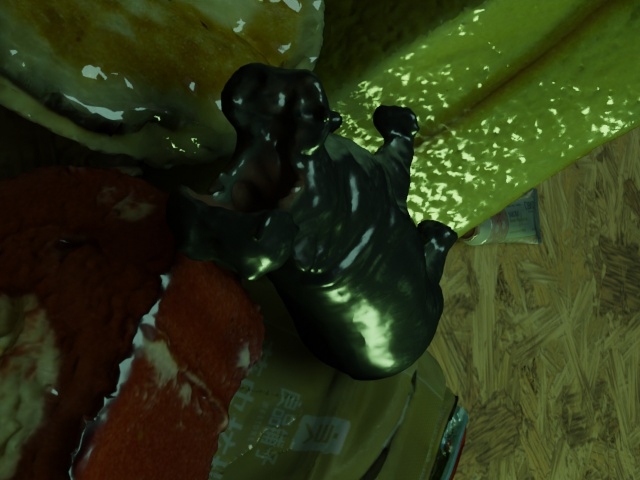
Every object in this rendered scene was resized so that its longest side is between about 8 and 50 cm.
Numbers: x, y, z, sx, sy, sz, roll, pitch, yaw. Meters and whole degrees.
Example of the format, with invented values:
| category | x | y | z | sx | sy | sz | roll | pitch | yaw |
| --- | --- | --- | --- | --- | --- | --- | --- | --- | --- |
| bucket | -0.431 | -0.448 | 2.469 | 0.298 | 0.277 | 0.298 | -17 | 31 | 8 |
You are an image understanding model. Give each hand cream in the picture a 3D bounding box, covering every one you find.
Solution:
| category | x | y | z | sx | sy | sz | roll | pitch | yaw |
| --- | --- | --- | --- | --- | --- | --- | --- | --- | --- |
| hand cream | 0.206 | -0.021 | 1.365 | 0.210 | 0.043 | 0.067 | -10 | 93 | -58 |

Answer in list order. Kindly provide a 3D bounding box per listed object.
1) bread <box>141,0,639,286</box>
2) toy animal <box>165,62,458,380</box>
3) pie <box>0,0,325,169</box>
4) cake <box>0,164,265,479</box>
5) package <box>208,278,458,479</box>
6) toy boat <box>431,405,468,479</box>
| category | x | y | z | sx | sy | sz | roll | pitch | yaw |
| --- | --- | --- | --- | --- | --- | --- | --- | --- | --- |
| bread | 0.078 | -0.077 | 0.943 | 0.233 | 0.362 | 0.245 | 40 | 54 | -43 |
| toy animal | 0.001 | -0.017 | 0.788 | 0.343 | 0.106 | 0.168 | 44 | 54 | -63 |
| pie | -0.136 | -0.200 | 0.821 | 0.339 | 0.077 | 0.339 | 16 | 58 | -27 |
| cake | -0.162 | 0.091 | 0.750 | 0.151 | 0.177 | 0.283 | 54 | 51 | -54 |
| package | -0.017 | 0.189 | 0.868 | 0.221 | 0.165 | 0.311 | 48 | 42 | -21 |
| toy boat | 0.090 | 0.213 | 1.155 | 0.173 | 0.069 | 0.058 | -57 | 143 | -39 |
